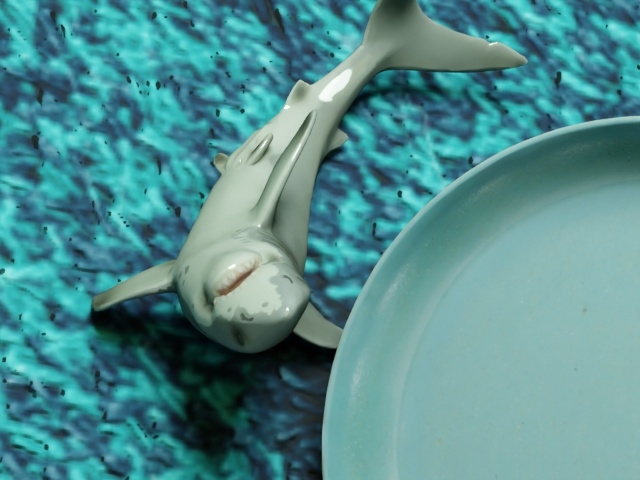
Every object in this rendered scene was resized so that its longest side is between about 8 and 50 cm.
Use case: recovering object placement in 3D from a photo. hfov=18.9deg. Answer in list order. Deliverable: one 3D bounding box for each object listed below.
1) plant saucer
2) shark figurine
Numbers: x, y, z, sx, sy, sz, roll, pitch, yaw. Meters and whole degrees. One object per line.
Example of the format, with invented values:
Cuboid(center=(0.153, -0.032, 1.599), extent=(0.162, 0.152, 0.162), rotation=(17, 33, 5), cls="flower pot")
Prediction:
Cuboid(center=(0.153, 0.102, 0.893), extent=(0.317, 0.043, 0.318), rotation=(-1, 88, 24), cls="plant saucer")
Cuboid(center=(-0.003, -0.009, 0.983), extent=(0.116, 0.166, 0.278), rotation=(48, 44, -18), cls="shark figurine")
